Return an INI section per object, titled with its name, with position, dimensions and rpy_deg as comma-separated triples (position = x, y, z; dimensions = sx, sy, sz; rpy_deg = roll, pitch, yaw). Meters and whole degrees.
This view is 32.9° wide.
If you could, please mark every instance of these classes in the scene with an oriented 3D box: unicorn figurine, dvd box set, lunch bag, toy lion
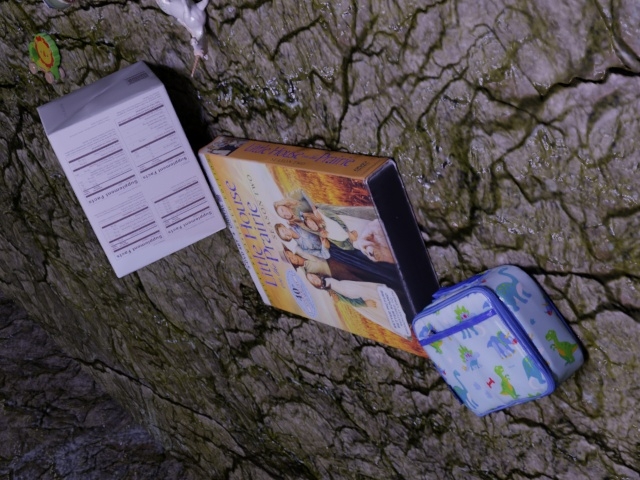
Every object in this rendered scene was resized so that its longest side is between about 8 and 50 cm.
[unicorn figurine]
position = -0.199, -0.335, 1.578
dimensions = 0.162, 0.060, 0.111
rpy_deg = 54, 158, 37
[dvd box set]
position = 0.000, 0.000, 1.640
dimensions = 0.420, 0.062, 0.307
rpy_deg = 14, 133, 50
[lunch bag]
position = 0.223, 0.130, 1.419
dimensions = 0.176, 0.090, 0.219
rpy_deg = 57, 152, 0
[toy lion]
position = -0.532, -0.358, 2.091
dimensions = 0.100, 0.034, 0.096
rpy_deg = 29, 137, 39

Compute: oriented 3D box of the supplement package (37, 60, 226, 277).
[supplement package]
position = -0.311, -0.121, 1.780
dimensions = 0.262, 0.198, 0.199
rpy_deg = 68, 171, -26

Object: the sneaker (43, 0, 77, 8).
[sneaker]
position = -0.487, -0.475, 1.842
dimensions = 0.086, 0.064, 0.192
rpy_deg = -11, 116, 55
